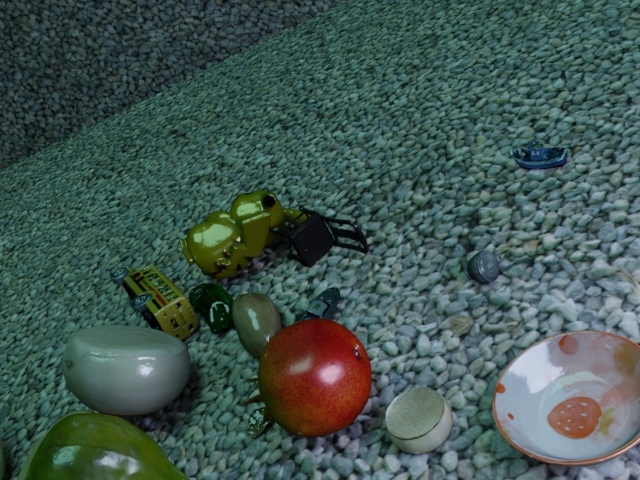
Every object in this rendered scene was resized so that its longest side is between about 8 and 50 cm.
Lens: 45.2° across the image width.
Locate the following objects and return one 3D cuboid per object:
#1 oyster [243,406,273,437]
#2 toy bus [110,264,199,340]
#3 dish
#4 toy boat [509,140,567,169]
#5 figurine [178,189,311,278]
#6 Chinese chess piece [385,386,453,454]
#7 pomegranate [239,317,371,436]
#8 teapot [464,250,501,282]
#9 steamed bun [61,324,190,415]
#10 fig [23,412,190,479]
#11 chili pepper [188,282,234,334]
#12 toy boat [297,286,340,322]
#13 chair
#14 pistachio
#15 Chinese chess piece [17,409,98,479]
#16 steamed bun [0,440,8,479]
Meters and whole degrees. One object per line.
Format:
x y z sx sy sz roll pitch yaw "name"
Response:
-0.117 0.360 1.566 0.093 0.034 0.051 -41 41 -22 "oyster"
-0.437 0.154 2.022 0.123 0.121 0.335 -35 31 -16 "toy bus"
0.410 0.266 1.214 0.260 0.085 0.260 -20 33 14 "dish"
0.504 -0.199 1.780 0.137 0.061 0.060 5 47 44 "toy boat"
-0.203 -0.027 2.003 0.326 0.218 0.169 -40 64 3 "figurine"
0.175 0.320 1.364 0.122 0.051 0.122 -22 32 15 "Chinese chess piece"
-0.028 0.266 1.456 0.256 0.221 0.221 -20 34 17 "pomegranate"
0.336 0.053 1.589 0.088 0.066 0.057 -29 7 -40 "teapot"
-0.436 0.302 1.728 0.282 0.177 0.283 6 6 -1 "steamed bun"
-0.403 0.446 1.460 0.233 0.314 0.233 -19 63 41 "fig"
-0.263 0.164 1.920 0.098 0.061 0.224 -40 32 -13 "chili pepper"
0.003 0.154 1.723 0.055 0.060 0.141 20 49 22 "toy boat"
0.000 0.000 1.882 0.113 0.106 0.229 -43 33 -19 "chair"
-0.145 0.190 1.751 0.126 0.108 0.185 -51 38 12 "pistachio"
-0.531 0.485 1.634 0.250 0.097 0.251 -30 35 24 "Chinese chess piece"
-0.909 0.509 1.776 0.309 0.309 0.309 -21 34 15 "steamed bun"
